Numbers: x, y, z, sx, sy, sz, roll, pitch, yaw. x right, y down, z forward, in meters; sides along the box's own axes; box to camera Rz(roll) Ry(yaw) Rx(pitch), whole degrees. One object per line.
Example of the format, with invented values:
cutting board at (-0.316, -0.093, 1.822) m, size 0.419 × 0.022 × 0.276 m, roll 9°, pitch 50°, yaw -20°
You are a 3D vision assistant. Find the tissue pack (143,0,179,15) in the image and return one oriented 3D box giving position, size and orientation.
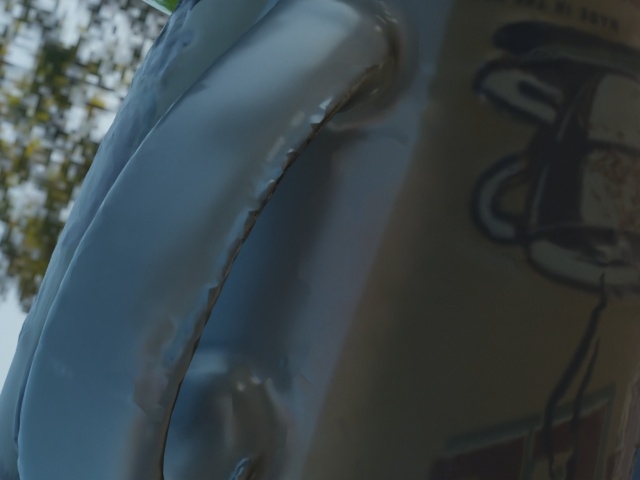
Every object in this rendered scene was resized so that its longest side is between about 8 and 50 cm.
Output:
tissue pack at (-0.131, -0.305, 0.865) m, size 0.205 × 0.332 × 0.405 m, roll -57°, pitch 1°, yaw -12°

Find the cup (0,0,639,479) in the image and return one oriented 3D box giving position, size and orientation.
cup at (0.000, 0.000, 0.542) m, size 0.301 × 0.227 × 0.257 m, roll -2°, pitch -74°, yaw -69°
